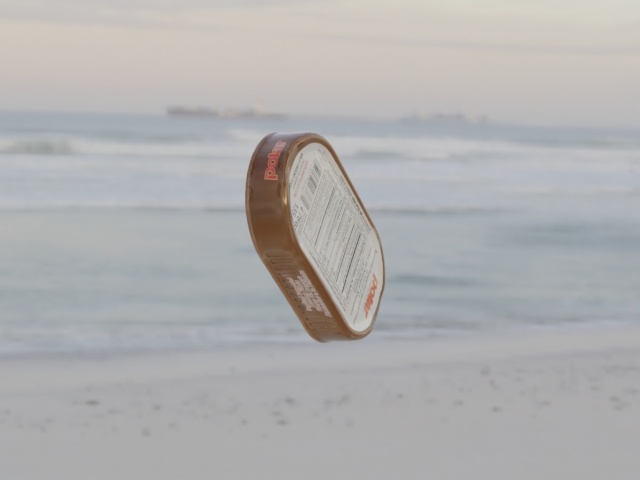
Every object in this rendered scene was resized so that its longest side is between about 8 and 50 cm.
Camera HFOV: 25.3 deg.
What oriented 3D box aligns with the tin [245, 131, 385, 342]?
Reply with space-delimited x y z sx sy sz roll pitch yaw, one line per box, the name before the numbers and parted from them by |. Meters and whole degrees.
tin | 0.000 0.000 1.063 0.040 0.106 0.190 1 -38 29
